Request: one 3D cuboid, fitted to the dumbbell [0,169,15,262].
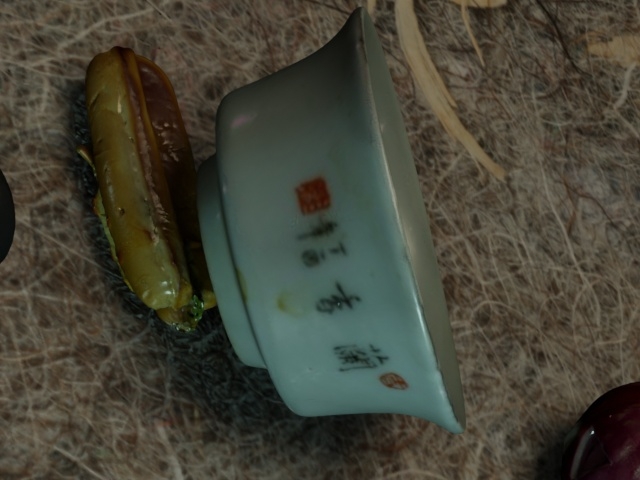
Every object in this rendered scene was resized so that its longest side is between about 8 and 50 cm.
[{"bbox_3d":[-0.314,-0.005,1.362,0.191,0.100,0.100,-19,78,-48],"label":"dumbbell"}]

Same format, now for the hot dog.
[{"bbox_3d":[-0.143,-0.040,1.577,0.104,0.076,0.250,17,54,-60],"label":"hot dog"}]

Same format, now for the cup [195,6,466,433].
[{"bbox_3d":[0.000,0.000,1.553,0.347,0.163,0.347,-13,90,-83],"label":"cup"}]

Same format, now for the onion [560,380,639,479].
[{"bbox_3d":[0.306,0.214,1.764,0.200,0.200,0.207,44,54,-13],"label":"onion"}]
